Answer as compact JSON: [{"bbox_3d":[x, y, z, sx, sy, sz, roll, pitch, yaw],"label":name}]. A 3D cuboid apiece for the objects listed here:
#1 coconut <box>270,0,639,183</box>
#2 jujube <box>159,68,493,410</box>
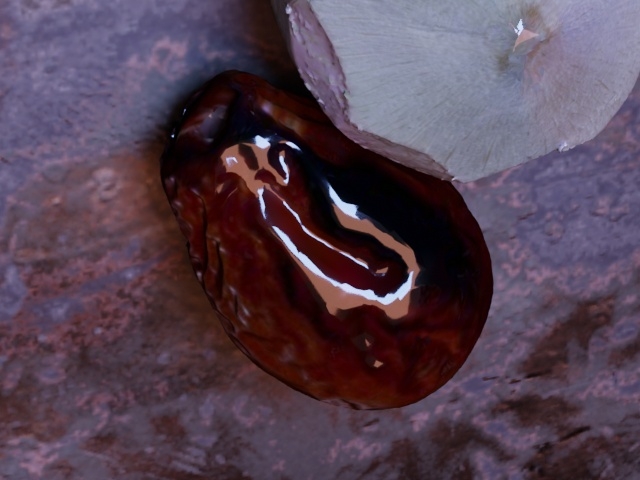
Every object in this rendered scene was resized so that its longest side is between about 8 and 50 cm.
[{"bbox_3d":[0.077,-0.137,0.925,0.224,0.234,0.224,-8,123,-12],"label":"coconut"},{"bbox_3d":[0.000,0.000,1.019,0.168,0.168,0.236,-42,119,6],"label":"jujube"}]
